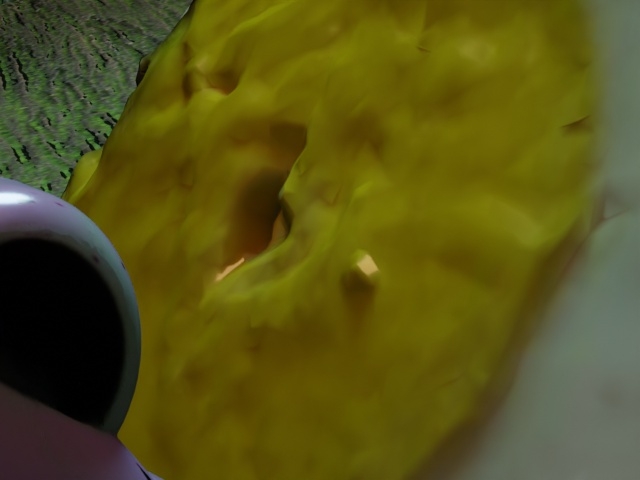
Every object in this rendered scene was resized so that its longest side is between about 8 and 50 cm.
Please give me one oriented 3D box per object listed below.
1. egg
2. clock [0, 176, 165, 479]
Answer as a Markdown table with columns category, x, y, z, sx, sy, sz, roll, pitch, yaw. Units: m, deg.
| category | x | y | z | sx | sy | sz | roll | pitch | yaw |
| --- | --- | --- | --- | --- | --- | --- | --- | --- | --- |
| egg | 0.063 | 0.045 | 0.566 | 0.201 | 0.337 | 0.337 | 24 | -10 | -41 |
| clock | -0.106 | 0.124 | 0.360 | 0.227 | 0.248 | 0.090 | -19 | 16 | -29 |
